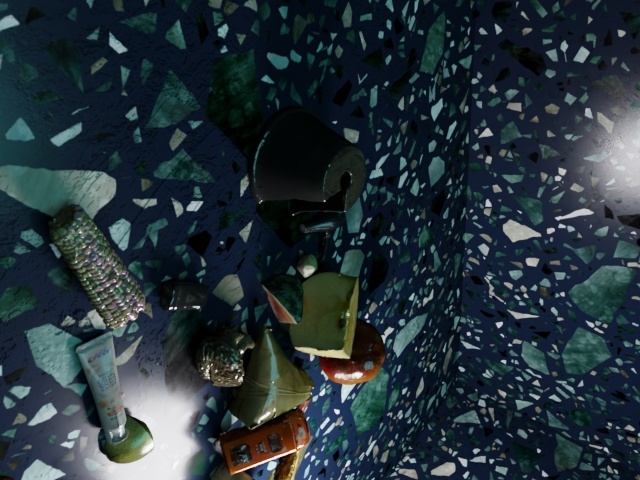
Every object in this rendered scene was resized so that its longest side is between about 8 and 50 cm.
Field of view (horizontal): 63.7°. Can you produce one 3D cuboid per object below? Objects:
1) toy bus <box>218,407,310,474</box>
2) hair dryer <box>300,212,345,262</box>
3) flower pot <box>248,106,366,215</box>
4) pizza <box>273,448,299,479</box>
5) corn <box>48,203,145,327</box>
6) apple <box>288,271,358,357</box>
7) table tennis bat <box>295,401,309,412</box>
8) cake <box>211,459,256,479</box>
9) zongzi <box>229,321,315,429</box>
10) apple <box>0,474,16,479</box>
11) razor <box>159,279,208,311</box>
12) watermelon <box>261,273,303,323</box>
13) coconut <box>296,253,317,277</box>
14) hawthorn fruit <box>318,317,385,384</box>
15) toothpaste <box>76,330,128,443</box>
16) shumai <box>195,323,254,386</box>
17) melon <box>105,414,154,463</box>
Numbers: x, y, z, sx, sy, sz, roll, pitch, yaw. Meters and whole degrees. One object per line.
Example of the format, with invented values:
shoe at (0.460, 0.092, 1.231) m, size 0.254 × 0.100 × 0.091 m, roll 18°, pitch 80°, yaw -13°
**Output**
toy bus at (-0.193, 0.728, 1.876) m, size 0.330 × 0.153 × 0.142 m, roll -13°, pitch 83°, yaw -18°
hair dryer at (0.000, 0.000, 1.958) m, size 0.196 × 0.075 × 0.219 m, roll -17°, pitch 129°, yaw -37°
flower pot at (-0.011, -0.233, 1.653) m, size 0.379 × 0.251 × 0.378 m, roll -26°, pitch 125°, yaw -43°
pizza at (-0.132, 0.902, 2.101) m, size 0.335 × 0.086 × 0.225 m, roll -67°, pitch 169°, yaw -60°
corn at (-0.527, 0.069, 1.230) m, size 0.127 × 0.127 × 0.335 m, roll -44°, pitch 138°, yaw -31°
apple at (0.041, 0.285, 1.983) m, size 0.314 × 0.252 × 0.308 m, roll 18°, pitch 66°, yaw -29°
table tennis bat at (-0.125, 0.776, 2.134) m, size 0.310 × 0.038 × 0.200 m, roll -62°, pitch 169°, yaw 3°
cake at (-0.308, 0.980, 1.976) m, size 0.172 × 0.158 × 0.283 m, roll -52°, pitch 145°, yaw -21°
zongzi at (-0.117, 0.475, 1.948) m, size 0.447 × 0.182 × 0.417 m, roll -3°, pitch 109°, yaw -55°
apple at (-0.766, 0.629, 1.188) m, size 0.131 × 0.146 × 0.146 m, roll -40°, pitch 141°, yaw -1°
razor at (-0.397, 0.162, 1.507) m, size 0.148 × 0.054 × 0.089 m, roll 12°, pitch 97°, yaw -56°
watermelon at (-0.105, 0.224, 1.851) m, size 0.136 × 0.207 × 0.202 m, roll -27°, pitch 150°, yaw -10°
coconut at (-0.050, 0.090, 1.916) m, size 0.082 × 0.081 × 0.083 m, roll -38°, pitch 166°, yaw 17°
hawthorn fruit at (0.142, 0.478, 2.233) m, size 0.284 × 0.285 × 0.369 m, roll -67°, pitch 167°, yaw -3°
toothpaste at (-0.579, 0.403, 1.392) m, size 0.100 × 0.066 × 0.322 m, roll -27°, pitch 122°, yaw -44°
shumai at (-0.306, 0.366, 1.681) m, size 0.175 × 0.167 × 0.205 m, roll -67°, pitch 169°, yaw -52°
melon at (-0.555, 0.606, 1.509) m, size 0.128 × 0.079 × 0.160 m, roll -38°, pitch 135°, yaw -38°
